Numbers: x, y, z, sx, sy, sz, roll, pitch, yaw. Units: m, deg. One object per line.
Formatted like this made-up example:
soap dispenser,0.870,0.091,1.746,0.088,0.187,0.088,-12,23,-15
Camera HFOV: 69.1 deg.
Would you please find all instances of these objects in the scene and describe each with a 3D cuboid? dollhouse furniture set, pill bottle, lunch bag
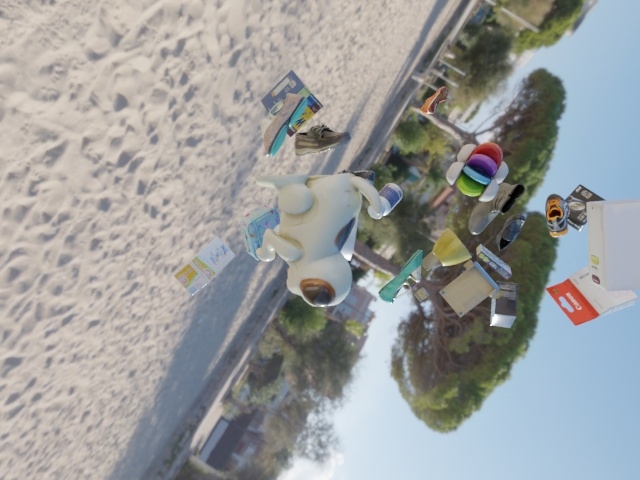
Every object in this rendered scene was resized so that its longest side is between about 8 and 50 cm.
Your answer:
dollhouse furniture set,0.541,0.184,1.908,0.286,0.303,0.198,-45,163,18
pill bottle,0.195,-0.118,1.415,0.120,0.067,0.067,-45,171,-36
lunch bag,-0.314,-0.037,2.513,0.224,0.107,0.279,-35,133,-29

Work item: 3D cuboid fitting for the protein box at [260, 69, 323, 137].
protein box,-0.131,-0.612,2.075,0.201,0.136,0.200,-41,-136,13

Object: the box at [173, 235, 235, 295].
box,-0.424,0.091,1.706,0.114,0.103,0.203,-35,-169,30

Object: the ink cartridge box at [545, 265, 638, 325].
ink cartridge box,0.989,0.190,1.703,0.066,0.232,0.189,78,-6,-45

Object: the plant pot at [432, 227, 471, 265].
plant pot,0.458,0.036,1.662,0.095,0.134,0.134,-38,-179,7

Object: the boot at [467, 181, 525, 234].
boot,0.672,-0.124,1.798,0.247,0.083,0.161,-56,-173,9

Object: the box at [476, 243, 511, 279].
box,0.930,0.114,2.495,0.036,0.207,0.114,-51,-179,27

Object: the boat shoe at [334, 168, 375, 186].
boat shoe,0.128,-0.297,2.274,0.306,0.113,0.105,0,-114,43

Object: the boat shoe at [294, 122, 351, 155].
boat shoe,-0.010,-0.493,2.240,0.355,0.130,0.132,-2,-160,44

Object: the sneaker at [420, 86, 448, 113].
sneaker,0.508,-0.630,2.068,0.175,0.064,0.067,-44,-144,-21

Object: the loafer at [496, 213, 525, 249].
loafer,0.829,-0.034,2.025,0.223,0.076,0.078,96,7,-60

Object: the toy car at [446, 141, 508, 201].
toy car,0.484,-0.220,1.399,0.182,0.159,0.136,-54,170,-23

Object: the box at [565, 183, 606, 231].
box,1.277,-0.162,2.291,0.180,0.147,0.077,-43,154,-7

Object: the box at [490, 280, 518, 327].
box,0.823,0.289,2.086,0.156,0.093,0.159,68,33,-60

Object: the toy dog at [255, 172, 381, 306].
toy dog,0.000,0.000,1.444,0.284,0.394,0.409,-25,115,-73

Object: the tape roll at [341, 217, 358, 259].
tape roll,0.046,-0.054,1.753,0.246,0.168,0.247,7,90,-90

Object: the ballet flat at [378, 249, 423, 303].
ballet flat,0.332,0.149,1.794,0.247,0.087,0.083,-47,160,-1

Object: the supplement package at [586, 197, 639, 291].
supplement package,0.942,0.008,1.408,0.145,0.203,0.262,-33,118,-77

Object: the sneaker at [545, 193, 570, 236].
sneaker,0.878,-0.111,1.730,0.084,0.083,0.215,-18,-145,31

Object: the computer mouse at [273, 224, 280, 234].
computer mouse,-0.155,-0.050,2.113,0.042,0.105,0.193,-66,169,9

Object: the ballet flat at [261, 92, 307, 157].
ballet flat,-0.161,-0.445,1.769,0.108,0.106,0.316,104,13,-60
